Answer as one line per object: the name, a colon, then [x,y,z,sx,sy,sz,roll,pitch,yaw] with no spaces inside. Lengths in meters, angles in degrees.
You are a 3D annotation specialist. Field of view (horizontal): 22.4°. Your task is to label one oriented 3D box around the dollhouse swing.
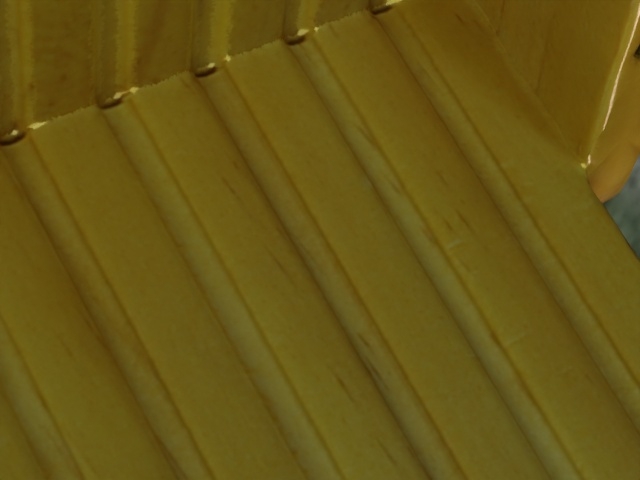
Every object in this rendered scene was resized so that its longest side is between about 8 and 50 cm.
dollhouse swing: [0.000,0.000,0.444,0.346,0.305,0.315,-22,146,-24]
